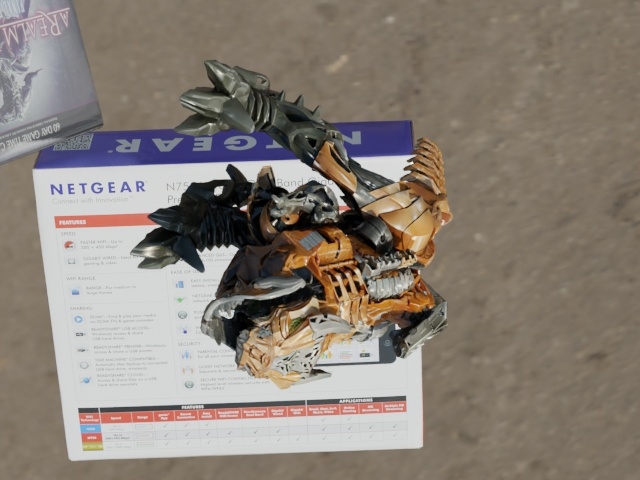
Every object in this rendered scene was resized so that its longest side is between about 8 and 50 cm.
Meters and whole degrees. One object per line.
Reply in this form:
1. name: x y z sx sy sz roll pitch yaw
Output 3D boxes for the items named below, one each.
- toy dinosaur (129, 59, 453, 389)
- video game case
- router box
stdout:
1. toy dinosaur: 0.000 0.000 1.191 0.218 0.322 0.164 30 101 15
2. video game case: -0.239 -0.187 1.164 0.026 0.196 0.274 -8 101 30
3. router box: -0.074 0.049 1.585 0.335 0.082 0.301 -1 116 1
